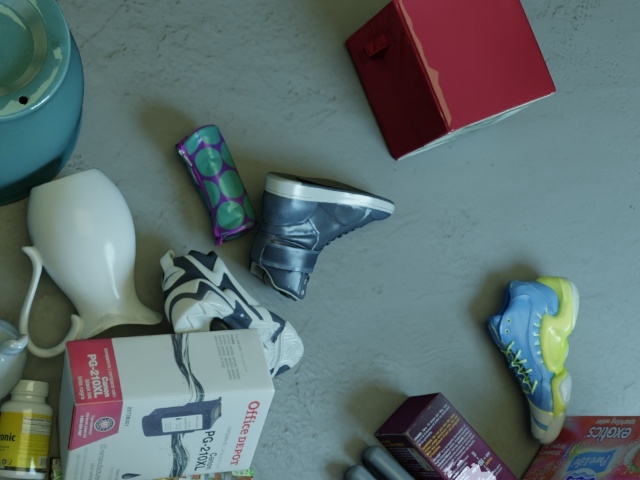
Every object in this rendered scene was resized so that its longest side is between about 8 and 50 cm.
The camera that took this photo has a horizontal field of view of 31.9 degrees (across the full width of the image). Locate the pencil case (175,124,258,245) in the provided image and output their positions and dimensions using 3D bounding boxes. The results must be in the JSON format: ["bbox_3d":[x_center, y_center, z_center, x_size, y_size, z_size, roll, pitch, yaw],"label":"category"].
[{"bbox_3d":[-0.139,-0.074,1.487,0.070,0.064,0.152,-24,88,-38],"label":"pencil case"}]

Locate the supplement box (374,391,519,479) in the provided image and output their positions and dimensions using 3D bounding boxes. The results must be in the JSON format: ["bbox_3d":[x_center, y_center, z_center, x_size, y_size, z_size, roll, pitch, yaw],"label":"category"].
[{"bbox_3d":[0.177,0.301,1.510,0.081,0.104,0.188,-44,96,-22],"label":"supplement box"}]

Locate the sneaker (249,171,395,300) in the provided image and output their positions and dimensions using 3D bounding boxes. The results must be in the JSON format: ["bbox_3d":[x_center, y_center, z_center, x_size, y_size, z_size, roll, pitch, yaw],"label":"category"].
[{"bbox_3d":[-0.002,-0.001,1.517,0.226,0.086,0.163,5,101,-42],"label":"sneaker"}]

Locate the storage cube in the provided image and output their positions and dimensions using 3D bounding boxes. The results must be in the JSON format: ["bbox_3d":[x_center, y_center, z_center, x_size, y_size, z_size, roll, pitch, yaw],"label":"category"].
[{"bbox_3d":[0.177,-0.244,1.569,0.215,0.183,0.193,-23,90,-23],"label":"storage cube"}]

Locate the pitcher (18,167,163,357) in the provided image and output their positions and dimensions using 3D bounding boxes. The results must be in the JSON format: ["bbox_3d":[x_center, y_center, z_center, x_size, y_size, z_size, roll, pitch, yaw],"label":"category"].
[{"bbox_3d":[-0.306,0.028,1.377,0.177,0.125,0.207,-21,97,-30],"label":"pitcher"}]

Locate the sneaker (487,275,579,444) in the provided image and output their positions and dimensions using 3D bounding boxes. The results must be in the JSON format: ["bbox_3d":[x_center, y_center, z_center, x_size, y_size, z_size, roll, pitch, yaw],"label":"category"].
[{"bbox_3d":[0.294,0.165,1.600,0.126,0.091,0.240,9,77,1],"label":"sneaker"}]

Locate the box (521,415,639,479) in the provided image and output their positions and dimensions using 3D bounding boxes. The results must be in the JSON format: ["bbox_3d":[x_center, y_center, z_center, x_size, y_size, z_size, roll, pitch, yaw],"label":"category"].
[{"bbox_3d":[0.410,0.333,1.482,0.142,0.300,0.154,40,71,-11],"label":"box"}]

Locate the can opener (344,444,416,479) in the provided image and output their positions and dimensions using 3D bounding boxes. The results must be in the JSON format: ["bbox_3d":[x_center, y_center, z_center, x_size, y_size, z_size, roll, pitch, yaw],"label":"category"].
[{"bbox_3d":[0.146,0.395,1.500,0.280,0.093,0.074,44,67,2],"label":"can opener"}]

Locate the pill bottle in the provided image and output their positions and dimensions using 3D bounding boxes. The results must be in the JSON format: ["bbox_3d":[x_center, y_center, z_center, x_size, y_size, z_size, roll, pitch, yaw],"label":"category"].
[{"bbox_3d":[-0.358,0.229,1.353,0.065,0.065,0.116,9,77,-18],"label":"pill bottle"}]

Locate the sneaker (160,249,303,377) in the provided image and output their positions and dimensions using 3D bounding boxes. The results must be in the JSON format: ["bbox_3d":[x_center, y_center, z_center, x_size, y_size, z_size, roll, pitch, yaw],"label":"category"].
[{"bbox_3d":[-0.123,0.082,1.451,0.235,0.094,0.153,24,27,-43],"label":"sneaker"}]

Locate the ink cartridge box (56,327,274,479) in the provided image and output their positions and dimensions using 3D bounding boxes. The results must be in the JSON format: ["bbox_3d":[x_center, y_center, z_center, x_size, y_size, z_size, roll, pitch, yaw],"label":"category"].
[{"bbox_3d":[-0.190,0.202,1.352,0.237,0.172,0.100,-2,46,-20],"label":"ink cartridge box"}]

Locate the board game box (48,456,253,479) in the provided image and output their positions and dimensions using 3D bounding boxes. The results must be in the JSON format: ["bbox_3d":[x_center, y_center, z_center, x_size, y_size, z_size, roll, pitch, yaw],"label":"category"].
[{"bbox_3d":[-0.214,0.347,1.403,0.259,0.030,0.136,7,80,-18],"label":"board game box"}]

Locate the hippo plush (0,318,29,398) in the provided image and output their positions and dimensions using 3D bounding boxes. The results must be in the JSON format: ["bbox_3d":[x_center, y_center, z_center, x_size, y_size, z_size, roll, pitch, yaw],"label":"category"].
[{"bbox_3d":[-0.446,0.144,1.247,0.236,0.234,0.294,-28,90,-21],"label":"hippo plush"}]

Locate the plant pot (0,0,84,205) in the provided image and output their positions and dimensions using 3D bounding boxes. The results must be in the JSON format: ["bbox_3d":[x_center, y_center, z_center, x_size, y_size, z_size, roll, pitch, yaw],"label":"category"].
[{"bbox_3d":[-0.401,-0.194,1.313,0.271,0.255,0.272,3,80,-19],"label":"plant pot"}]
